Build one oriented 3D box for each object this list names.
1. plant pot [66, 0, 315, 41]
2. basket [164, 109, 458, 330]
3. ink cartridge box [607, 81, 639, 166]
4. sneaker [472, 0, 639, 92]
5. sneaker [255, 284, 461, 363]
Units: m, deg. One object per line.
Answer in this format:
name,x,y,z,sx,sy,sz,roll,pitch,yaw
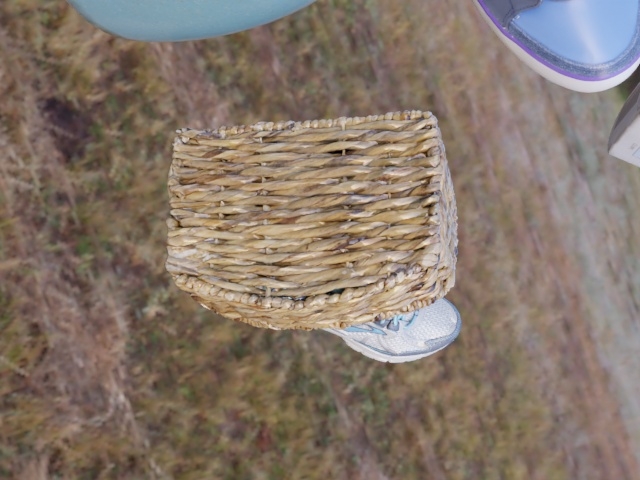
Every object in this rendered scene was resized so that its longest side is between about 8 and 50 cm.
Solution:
plant pot,-0.047,-0.280,0.788,0.290,0.195,0.290,-32,127,-54
basket,0.000,0.000,1.216,0.223,0.299,0.214,60,28,-71
ink cartridge box,0.527,-0.097,1.159,0.091,0.385,0.308,-63,174,-14
sneaker,0.159,-0.275,0.809,0.236,0.130,0.323,60,5,-85
sneaker,0.055,0.084,1.418,0.122,0.283,0.110,137,-36,-69
